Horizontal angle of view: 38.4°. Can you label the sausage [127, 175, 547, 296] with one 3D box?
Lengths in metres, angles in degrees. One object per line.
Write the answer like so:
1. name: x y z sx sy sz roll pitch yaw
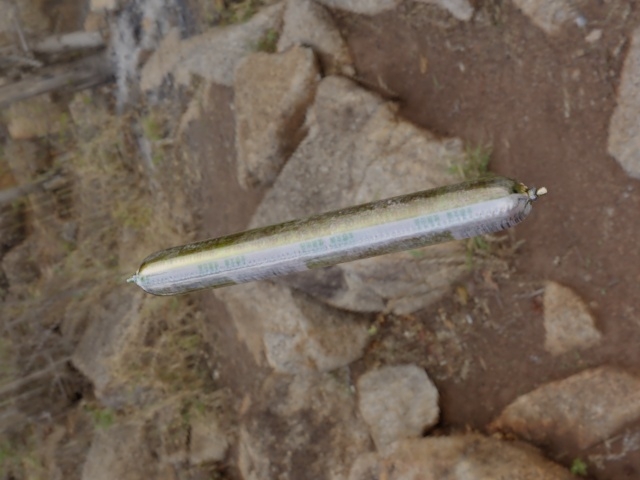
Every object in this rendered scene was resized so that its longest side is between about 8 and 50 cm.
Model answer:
1. sausage: 0.000 0.000 0.543 0.033 0.269 0.033 -12 -90 -70
